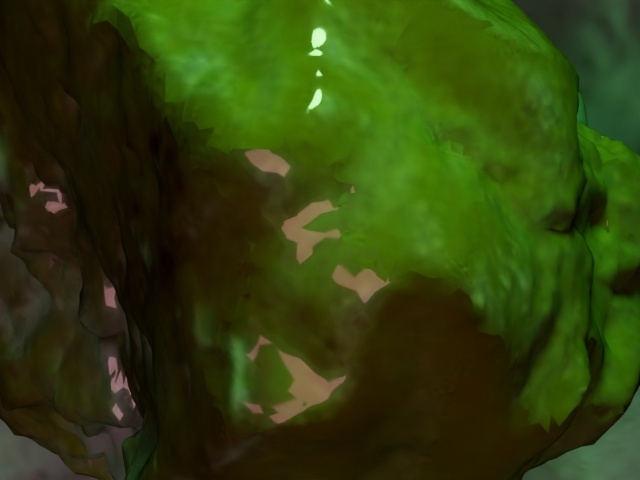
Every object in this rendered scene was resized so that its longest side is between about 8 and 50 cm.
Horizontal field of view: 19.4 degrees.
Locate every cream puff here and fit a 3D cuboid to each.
[{"bbox_3d":[0.000,0.001,0.589,0.282,0.185,0.282,34,130,52],"label":"cream puff"}]
